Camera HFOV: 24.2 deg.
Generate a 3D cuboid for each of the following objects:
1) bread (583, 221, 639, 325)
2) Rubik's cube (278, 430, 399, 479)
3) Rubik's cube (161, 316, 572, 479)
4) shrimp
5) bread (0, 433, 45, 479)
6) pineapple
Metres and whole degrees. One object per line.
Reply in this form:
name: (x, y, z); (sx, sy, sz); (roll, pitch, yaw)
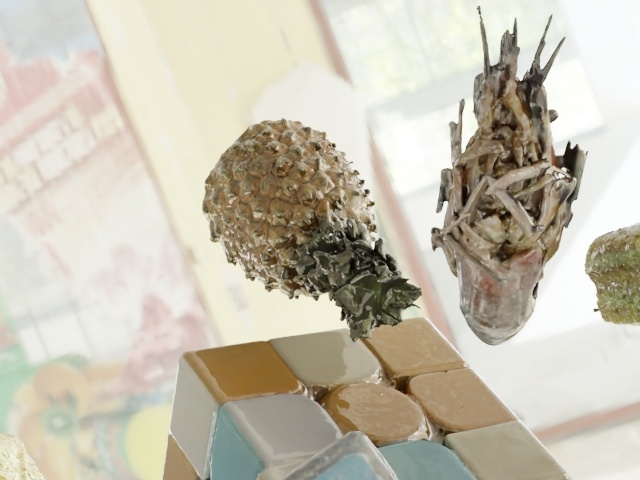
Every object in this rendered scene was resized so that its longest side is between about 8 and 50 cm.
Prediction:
bread: (0.336, 0.023, 1.393); (0.138, 0.102, 0.196); (-14, -179, -9)
Rubik's cube: (-0.024, 0.365, 1.124); (0.305, 0.301, 0.304); (-34, 169, -17)
Rubik's cube: (0.032, 0.332, 1.727); (0.346, 0.347, 0.344); (-5, -148, -27)
shrimp: (0.159, -0.047, 1.287); (0.116, 0.343, 0.145); (17, -138, 20)
bread: (-0.310, 0.212, 1.143); (0.167, 0.163, 0.264); (-45, -151, -6)
pineapple: (0.000, 0.000, 1.751); (0.202, 0.202, 0.362); (-23, -143, -17)
